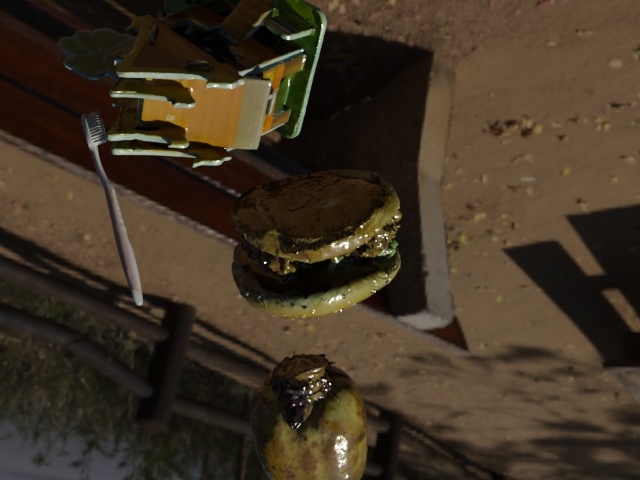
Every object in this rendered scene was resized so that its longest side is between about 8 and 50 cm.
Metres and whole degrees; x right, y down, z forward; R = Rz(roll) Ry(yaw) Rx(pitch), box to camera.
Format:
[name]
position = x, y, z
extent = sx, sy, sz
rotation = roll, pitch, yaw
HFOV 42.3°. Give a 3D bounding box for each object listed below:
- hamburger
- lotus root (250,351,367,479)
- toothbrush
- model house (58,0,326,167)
[hamburger]
position = 0.000, 0.000, 0.844
extent = 0.177, 0.185, 0.113
rotation = 0, 113, 27
[lotus root]
position = -0.014, 0.286, 1.213
extent = 0.169, 0.141, 0.314
rotation = -2, 118, 6
[toothbrush]
position = -0.301, -0.051, 1.216
extent = 0.029, 0.307, 0.025
rotation = -20, 168, 8
[model house]
position = -0.229, -0.284, 1.231
extent = 0.357, 0.313, 0.242
rotation = 39, 133, 21
